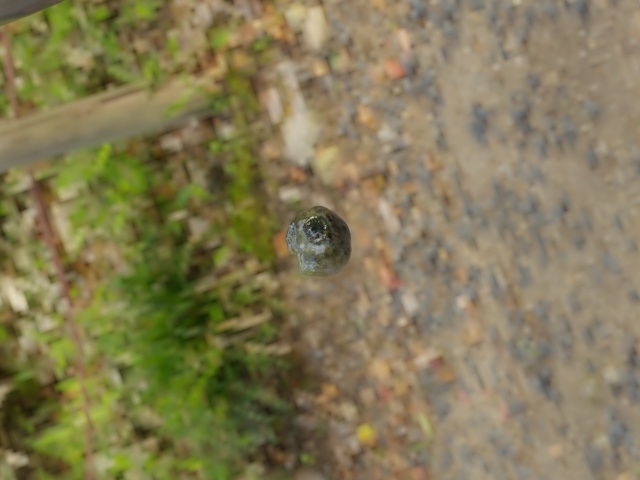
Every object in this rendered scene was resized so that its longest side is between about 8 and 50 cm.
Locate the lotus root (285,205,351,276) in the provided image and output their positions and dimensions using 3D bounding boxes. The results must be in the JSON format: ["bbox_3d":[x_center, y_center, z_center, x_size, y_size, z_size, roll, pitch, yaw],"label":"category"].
[{"bbox_3d":[0.000,0.000,1.468,0.099,0.049,0.054,94,150,-75],"label":"lotus root"}]

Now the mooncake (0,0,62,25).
[{"bbox_3d":[-0.190,-0.224,0.793,0.306,0.154,0.306,43,-144,-42],"label":"mooncake"}]
